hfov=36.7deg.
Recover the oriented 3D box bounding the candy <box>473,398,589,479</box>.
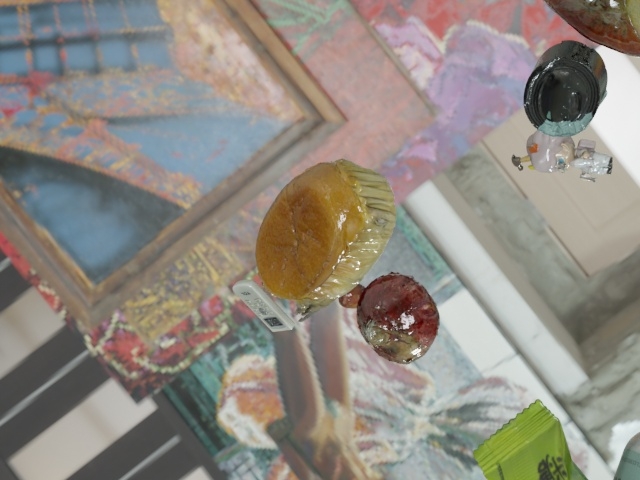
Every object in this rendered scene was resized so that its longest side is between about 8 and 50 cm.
[{"bbox_3d":[0.294,0.330,1.184,0.149,0.246,0.069,-44,163,31],"label":"candy"}]

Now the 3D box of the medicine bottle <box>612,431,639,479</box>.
[{"bbox_3d":[0.474,0.335,1.357,0.110,0.110,0.351,127,-15,-83],"label":"medicine bottle"}]

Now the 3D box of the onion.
[{"bbox_3d":[0.131,0.150,1.811,0.147,0.184,0.184,-16,164,-41],"label":"onion"}]

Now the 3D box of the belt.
[{"bbox_3d":[0.479,-0.290,1.882,0.198,0.151,0.078,98,18,-48],"label":"belt"}]

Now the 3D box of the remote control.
[{"bbox_3d":[-0.155,0.176,2.595,0.087,0.190,0.029,-12,-143,46],"label":"remote control"}]

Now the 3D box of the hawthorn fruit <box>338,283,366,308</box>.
[{"bbox_3d":[0.081,0.134,2.377,0.077,0.077,0.077,-38,178,-2],"label":"hawthorn fruit"}]

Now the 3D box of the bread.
[{"bbox_3d":[-0.005,-0.009,2.009,0.183,0.236,0.388,3,140,-33],"label":"bread"}]

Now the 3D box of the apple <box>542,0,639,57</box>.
[{"bbox_3d":[0.512,-0.491,1.541,0.295,0.329,0.364,24,-87,49],"label":"apple"}]

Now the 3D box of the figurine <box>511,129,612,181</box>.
[{"bbox_3d":[0.561,-0.201,2.229,0.112,0.229,0.137,-68,157,-14],"label":"figurine"}]
